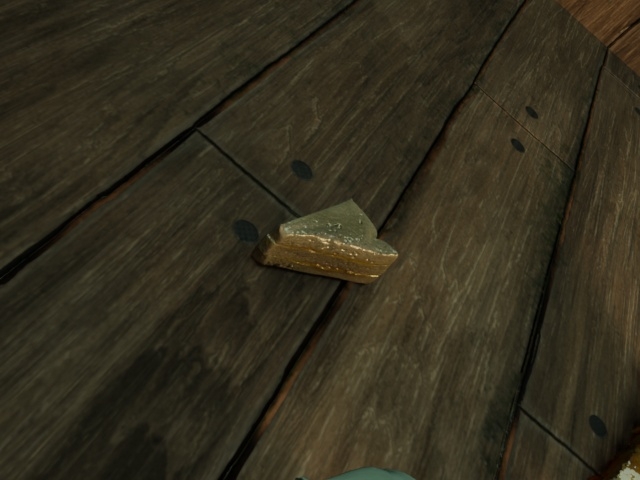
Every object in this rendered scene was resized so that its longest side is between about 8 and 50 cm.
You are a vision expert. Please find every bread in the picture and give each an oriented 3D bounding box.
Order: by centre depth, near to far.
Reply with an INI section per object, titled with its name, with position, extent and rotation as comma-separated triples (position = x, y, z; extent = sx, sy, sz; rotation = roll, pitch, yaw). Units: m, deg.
[bread]
position = 0.007, 0.018, 0.861
extent = 0.152, 0.077, 0.105
rotation = -24, 72, -45

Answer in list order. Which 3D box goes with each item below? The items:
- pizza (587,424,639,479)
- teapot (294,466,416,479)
[pizza]
position = 0.572, 0.336, 1.008
extent = 0.440, 0.130, 0.406
rotation = 25, 43, -5
[teapot]
position = 0.042, 0.300, 0.613
extent = 0.159, 0.159, 0.232
rotation = -15, 95, -44
